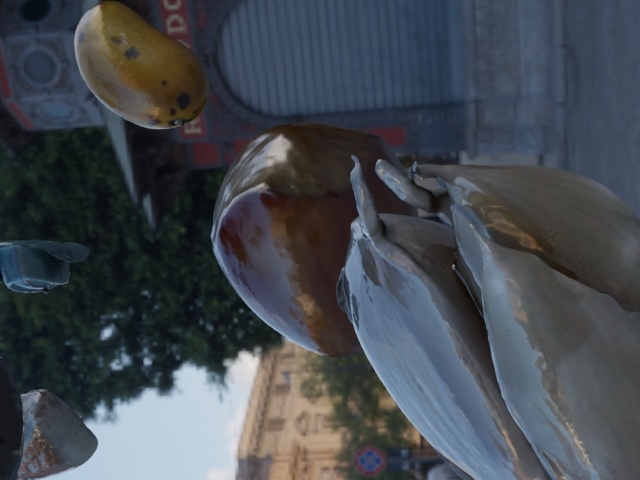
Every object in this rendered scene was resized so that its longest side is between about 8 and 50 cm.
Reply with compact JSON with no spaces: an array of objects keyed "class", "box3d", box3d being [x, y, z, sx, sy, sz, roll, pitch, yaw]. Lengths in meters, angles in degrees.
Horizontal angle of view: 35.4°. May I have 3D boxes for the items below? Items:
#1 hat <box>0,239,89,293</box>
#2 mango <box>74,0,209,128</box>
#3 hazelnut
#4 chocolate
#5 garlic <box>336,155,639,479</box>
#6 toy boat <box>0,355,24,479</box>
[{"class":"hat","box3d":[-0.436,0.044,1.542,0.191,0.138,0.077,2,-109,-61]},{"class":"mango","box3d":[-0.212,-0.198,1.157,0.115,0.178,0.090,-53,-1,-25]},{"class":"hazelnut","box3d":[-0.003,-0.008,1.530,0.366,0.366,0.365,-4,-90,-85]},{"class":"chocolate","box3d":[-0.538,0.357,1.723,0.185,0.303,0.100,59,-155,-33]},{"class":"garlic","box3d":[0.111,0.065,0.592,0.292,0.210,0.237,61,-161,-4]},{"class":"toy boat","box3d":[-0.231,0.133,0.669,0.066,0.059,0.140,-54,31,23]}]
